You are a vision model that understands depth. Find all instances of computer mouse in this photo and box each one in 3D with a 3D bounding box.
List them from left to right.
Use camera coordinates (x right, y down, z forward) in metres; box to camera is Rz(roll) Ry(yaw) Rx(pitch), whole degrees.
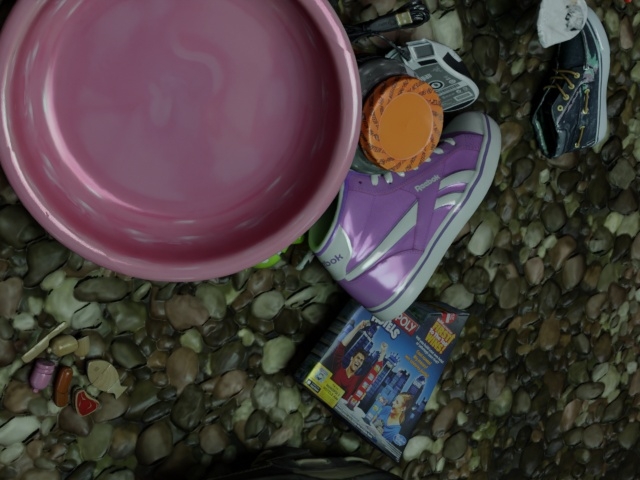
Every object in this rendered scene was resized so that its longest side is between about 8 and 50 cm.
[{"bbox_3d":[0.107,-0.201,1.319,0.193,0.106,0.042,33,47,-48],"label":"computer mouse"}]

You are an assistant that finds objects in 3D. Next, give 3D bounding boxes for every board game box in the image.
[{"bbox_3d":[0.078,0.130,1.416,0.194,0.060,0.194,-53,126,-10],"label":"board game box"}]

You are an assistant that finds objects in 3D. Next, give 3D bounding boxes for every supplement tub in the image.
[{"bbox_3d":[0.030,-0.134,1.208,0.117,0.190,0.117,-12,112,-32],"label":"supplement tub"}]

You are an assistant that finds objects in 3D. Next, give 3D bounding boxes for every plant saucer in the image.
[{"bbox_3d":[-0.130,-0.127,1.100,0.332,0.084,0.332,-2,111,-4],"label":"plant saucer"}]

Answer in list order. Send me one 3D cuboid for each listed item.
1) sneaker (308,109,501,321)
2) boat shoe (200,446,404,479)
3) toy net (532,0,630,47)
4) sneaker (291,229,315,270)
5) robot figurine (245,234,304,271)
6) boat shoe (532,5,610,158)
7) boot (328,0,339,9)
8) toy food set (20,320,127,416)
[{"bbox_3d":[0.089,-0.069,1.321,0.161,0.102,0.282,42,61,-19],"label":"sneaker"},{"bbox_3d":[-0.032,0.308,1.358,0.355,0.130,0.132,14,101,-43],"label":"boat shoe"},{"bbox_3d":[0.309,-0.302,1.410,0.122,0.045,0.232,50,65,-32],"label":"toy net"},{"bbox_3d":[0.000,0.000,1.334,0.037,0.032,0.083,32,87,-38],"label":"sneaker"},{"bbox_3d":[-0.056,-0.021,1.264,0.115,0.067,0.101,-58,158,-5],"label":"robot figurine"},{"bbox_3d":[0.302,-0.190,1.460,0.083,0.065,0.183,-23,117,-26],"label":"boat shoe"},{"bbox_3d":[0.061,-0.309,1.205,0.348,0.131,0.260,29,82,-29],"label":"boot"},{"bbox_3d":[-0.254,0.134,1.211,0.078,0.019,0.122,-41,132,-16],"label":"toy food set"}]
